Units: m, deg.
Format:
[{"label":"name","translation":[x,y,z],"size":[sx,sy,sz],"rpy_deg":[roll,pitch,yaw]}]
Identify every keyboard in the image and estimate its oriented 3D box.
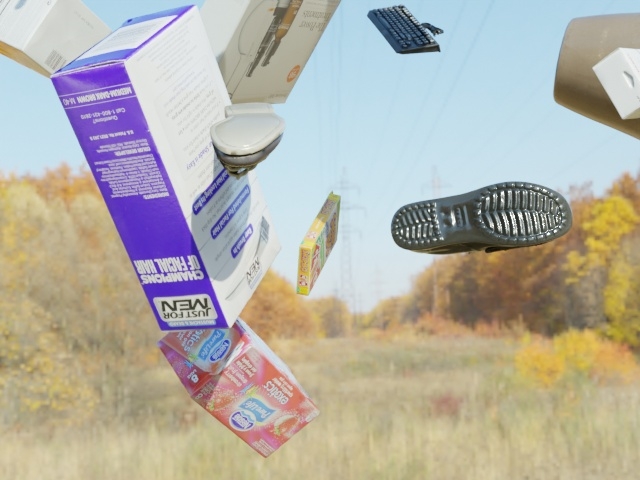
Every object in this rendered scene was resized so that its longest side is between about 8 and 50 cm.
[{"label":"keyboard","translation":[0.158,-0.374,1.664],"size":[0.108,0.023,0.180],"rpy_deg":[-7,37,-14]}]

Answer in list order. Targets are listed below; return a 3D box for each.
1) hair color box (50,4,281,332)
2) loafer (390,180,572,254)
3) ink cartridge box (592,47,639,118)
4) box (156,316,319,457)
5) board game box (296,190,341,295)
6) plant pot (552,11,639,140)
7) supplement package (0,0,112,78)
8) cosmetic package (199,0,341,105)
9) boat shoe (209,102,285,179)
[{"label":"hair color box","translation":[-0.167,-0.081,1.114],"size":[0.110,0.339,0.185],"rpy_deg":[-7,28,24]},{"label":"loafer","translation":[0.201,-0.024,1.177],"size":[0.220,0.080,0.078],"rpy_deg":[-3,-13,15]},{"label":"ink cartridge box","translation":[0.452,-0.224,1.352],"size":[0.052,0.088,0.122],"rpy_deg":[-36,-15,36]},{"label":"box","translation":[-0.123,0.216,1.475],"size":[0.122,0.128,0.257],"rpy_deg":[-40,-41,-3]},{"label":"board game box","translation":[0.000,0.000,2.075],"size":[0.039,0.124,0.259],"rpy_deg":[11,33,9]},{"label":"plant pot","translation":[0.522,-0.284,1.600],"size":[0.229,0.263,0.263],"rpy_deg":[13,-3,18]},{"label":"supplement package","translation":[-0.519,-0.388,1.686],"size":[0.244,0.134,0.139],"rpy_deg":[27,-8,34]},{"label":"cosmetic package","translation":[-0.127,-0.416,1.944],"size":[0.097,0.284,0.377],"rpy_deg":[40,24,15]},{"label":"boat shoe","translation":[-0.073,-0.097,0.980],"size":[0.075,0.065,0.206],"rpy_deg":[-3,18,-2]}]
